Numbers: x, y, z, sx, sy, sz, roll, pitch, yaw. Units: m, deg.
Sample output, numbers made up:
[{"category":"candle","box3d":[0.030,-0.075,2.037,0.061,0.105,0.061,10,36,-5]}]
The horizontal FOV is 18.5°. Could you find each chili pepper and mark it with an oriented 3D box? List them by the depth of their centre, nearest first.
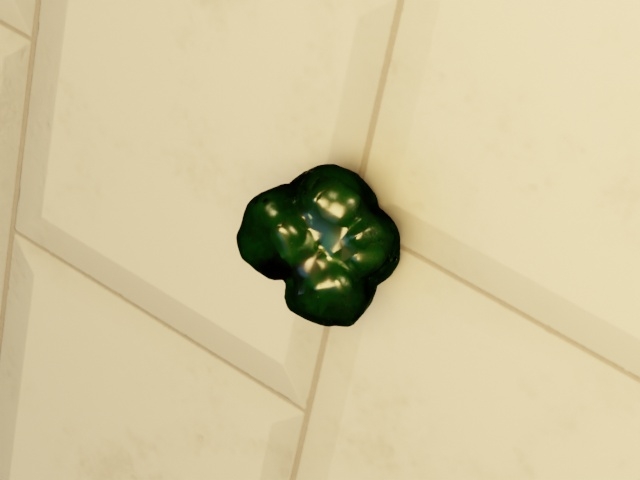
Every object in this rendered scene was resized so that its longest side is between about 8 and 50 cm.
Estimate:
[{"category":"chili pepper","box3d":[0.000,0.000,2.182,0.174,0.261,0.165,37,90,1]}]
